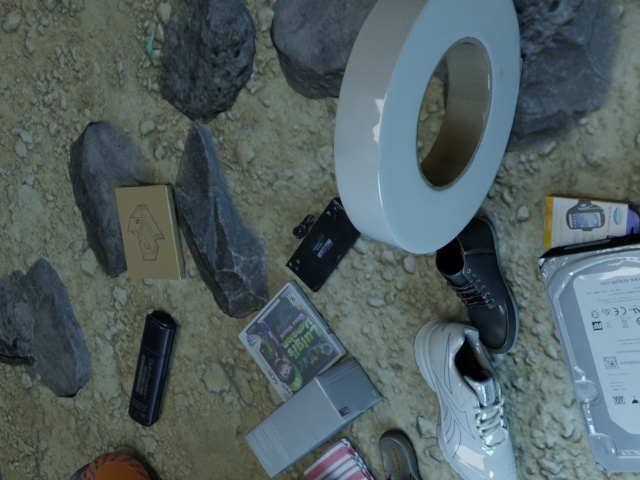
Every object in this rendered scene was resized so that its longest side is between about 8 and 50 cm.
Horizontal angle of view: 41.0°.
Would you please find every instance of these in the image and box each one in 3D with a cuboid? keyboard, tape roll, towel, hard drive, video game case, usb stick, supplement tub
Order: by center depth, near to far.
[{"bbox_3d":[0.156,-0.175,1.154,0.072,0.392,0.391,18,111,32],"label":"tape roll"},{"bbox_3d":[0.461,0.159,1.196,0.237,0.064,0.338,-11,100,38],"label":"hard drive"},{"bbox_3d":[0.000,0.000,1.543,0.108,0.023,0.180,44,123,12],"label":"keyboard"},{"bbox_3d":[0.061,0.483,1.616,0.197,0.029,0.144,54,129,14],"label":"towel"},{"bbox_3d":[-0.058,0.197,1.634,0.173,0.022,0.190,53,126,14],"label":"video game case"},{"bbox_3d":[-0.369,0.283,1.873,0.077,0.045,0.277,25,115,22],"label":"usb stick"},{"bbox_3d":[-0.520,0.642,1.981,0.193,0.194,0.316,47,123,18],"label":"supplement tub"}]

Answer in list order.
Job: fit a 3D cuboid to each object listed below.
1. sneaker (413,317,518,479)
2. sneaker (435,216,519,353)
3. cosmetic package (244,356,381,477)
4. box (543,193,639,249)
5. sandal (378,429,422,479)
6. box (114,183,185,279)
[{"bbox_3d":[0.239,0.265,1.349,0.297,0.111,0.129,67,160,1],"label":"sneaker"},{"bbox_3d":[0.235,0.081,1.326,0.083,0.118,0.221,-14,93,38],"label":"sneaker"},{"bbox_3d":[-0.016,0.324,1.569,0.107,0.127,0.238,53,124,15],"label":"cosmetic package"},{"bbox_3d":[0.394,-0.021,1.242,0.136,0.028,0.081,9,106,32],"label":"box"},{"bbox_3d":[0.152,0.445,1.515,0.090,0.060,0.219,-19,89,38],"label":"sandal"},{"bbox_3d":[-0.361,-0.017,1.808,0.165,0.021,0.201,-1,102,37],"label":"box"}]
